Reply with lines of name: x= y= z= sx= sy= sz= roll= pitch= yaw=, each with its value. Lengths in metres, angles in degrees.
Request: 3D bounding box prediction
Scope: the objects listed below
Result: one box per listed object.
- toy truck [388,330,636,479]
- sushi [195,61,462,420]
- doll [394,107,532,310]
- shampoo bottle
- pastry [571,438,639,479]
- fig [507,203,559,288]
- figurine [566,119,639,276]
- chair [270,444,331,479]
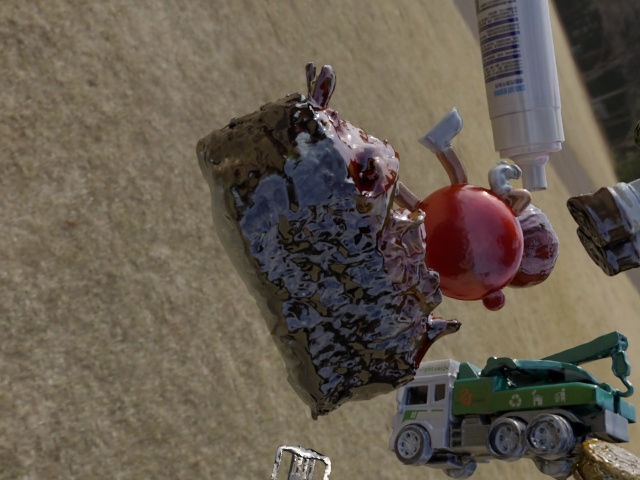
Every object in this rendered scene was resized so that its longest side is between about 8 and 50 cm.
toy truck: x=0.275 y=0.248 z=1.241 sx=0.177 sy=0.364 sz=0.177 roll=29 pitch=55 yaw=-41
sushi: x=0.000 y=0.000 z=0.833 sx=0.196 sy=0.182 sz=0.343 roll=47 pitch=-20 yaw=51
doll: x=0.160 y=-0.022 z=1.002 sx=0.217 sy=0.183 sz=0.085 roll=54 pitch=11 yaw=9
shampoo bottle: x=0.250 y=-0.212 z=1.082 sx=0.092 sy=0.092 sz=0.303 roll=-8 pitch=90 yaw=-66
pastry: x=0.359 y=0.289 z=1.060 sx=0.109 sy=0.097 sz=0.057 roll=-30 pitch=143 yaw=-75
fig: x=0.262 y=0.000 z=1.231 sx=0.150 sy=0.128 sz=0.128 roll=22 pitch=36 yaw=-4
figurine: x=0.426 y=-0.101 z=0.874 sx=0.281 sy=0.370 sz=0.167 roll=56 pitch=1 yaw=-42
chair: x=-0.044 y=0.357 z=1.048 sx=0.084 sy=0.101 sz=0.212 roll=18 pitch=30 yaw=-4
